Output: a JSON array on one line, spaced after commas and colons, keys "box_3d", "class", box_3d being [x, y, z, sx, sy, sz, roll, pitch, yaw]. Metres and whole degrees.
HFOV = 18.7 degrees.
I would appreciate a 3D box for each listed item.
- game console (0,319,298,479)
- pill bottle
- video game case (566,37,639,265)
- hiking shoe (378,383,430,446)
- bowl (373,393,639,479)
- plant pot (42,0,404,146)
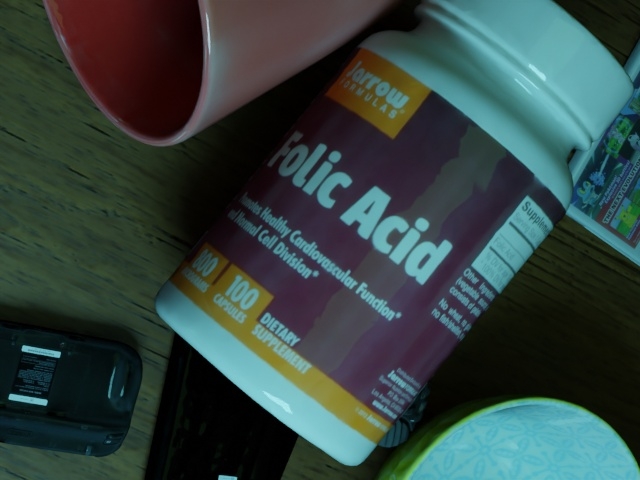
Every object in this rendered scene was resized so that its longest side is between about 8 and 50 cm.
[{"box_3d": [-0.176, 0.125, 1.686, 0.361, 0.044, 0.213, 12, 91, -27], "class": "game console"}, {"box_3d": [0.066, -0.030, 1.604, 0.224, 0.224, 0.392, 39, 88, -24], "class": "pill bottle"}, {"box_3d": [0.339, -0.078, 1.909, 0.183, 0.023, 0.201, 33, 84, -25], "class": "video game case"}, {"box_3d": [0.063, 0.071, 1.745, 0.227, 0.114, 0.086, -60, 144, -23], "class": "hiking shoe"}, {"box_3d": [0.142, 0.269, 1.790, 0.290, 0.156, 0.289, -4, 100, -25], "class": "bowl"}, {"box_3d": [-0.070, -0.241, 1.578, 0.243, 0.275, 0.274, -24, 107, -31], "class": "plant pot"}]
